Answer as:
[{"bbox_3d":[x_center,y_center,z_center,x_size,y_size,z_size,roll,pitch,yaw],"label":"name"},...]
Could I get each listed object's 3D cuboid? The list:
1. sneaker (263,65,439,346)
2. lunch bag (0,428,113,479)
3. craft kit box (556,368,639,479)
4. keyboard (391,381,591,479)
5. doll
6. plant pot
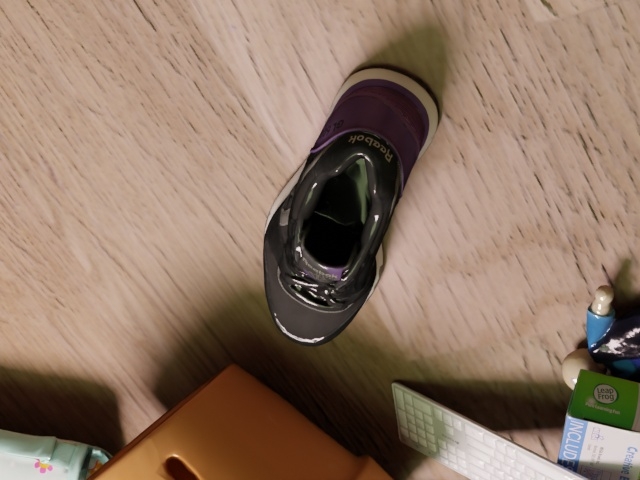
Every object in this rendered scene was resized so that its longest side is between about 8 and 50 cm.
[{"bbox_3d":[0.000,0.000,1.306,0.107,0.124,0.283,22,132,4],"label":"sneaker"},{"bbox_3d":[-0.313,0.281,1.632,0.223,0.160,0.262,9,126,15],"label":"lunch bag"},{"bbox_3d":[0.319,0.226,1.388,0.247,0.061,0.250,16,143,12],"label":"craft kit box"},{"bbox_3d":[0.160,0.195,1.405,0.256,0.014,0.072,24,142,39],"label":"keyboard"},{"bbox_3d":[0.268,0.077,1.318,0.129,0.046,0.189,37,138,-22],"label":"doll"},{"bbox_3d":[-0.091,0.248,1.464,0.203,0.291,0.291,51,129,0],"label":"plant pot"}]
